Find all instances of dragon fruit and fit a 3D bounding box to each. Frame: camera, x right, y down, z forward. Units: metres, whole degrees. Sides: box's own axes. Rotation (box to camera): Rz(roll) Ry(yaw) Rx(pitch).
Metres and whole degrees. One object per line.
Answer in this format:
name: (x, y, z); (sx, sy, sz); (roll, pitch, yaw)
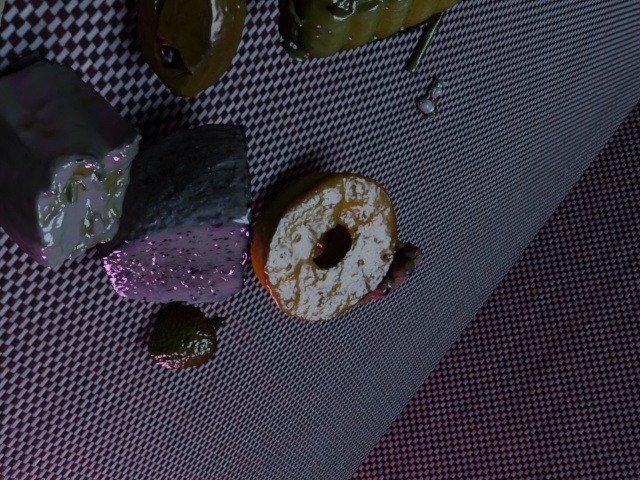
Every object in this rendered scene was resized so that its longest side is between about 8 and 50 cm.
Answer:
dragon fruit: (-0.209, -0.046, 1.480); (0.221, 0.204, 0.283); (-7, 154, -9)

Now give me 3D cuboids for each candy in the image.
candy: (-0.315, -0.096, 1.203); (0.137, 0.195, 0.185); (-26, 149, -42)

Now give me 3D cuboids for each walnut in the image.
walnut: (-0.161, -0.289, 1.304); (0.137, 0.137, 0.245); (-29, 142, -47)

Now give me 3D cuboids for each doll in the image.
doll: (0.239, -0.303, 2.208); (0.085, 0.040, 0.058); (-51, 147, -7)
doll: (0.125, 0.047, 2.277); (0.201, 0.156, 0.303); (-32, -179, -3)

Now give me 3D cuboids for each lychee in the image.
lychee: (-0.234, 0.170, 1.822); (0.146, 0.114, 0.114); (-30, 149, -20)

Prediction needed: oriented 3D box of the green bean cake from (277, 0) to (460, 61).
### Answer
green bean cake: (0.051, -0.432, 1.416); (0.310, 0.285, 0.202); (-25, 175, -12)

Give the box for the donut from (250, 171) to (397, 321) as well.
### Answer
donut: (0.000, 0.000, 1.955); (0.302, 0.110, 0.303); (-15, 118, -31)

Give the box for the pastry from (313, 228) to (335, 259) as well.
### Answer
pastry: (0.055, -0.004, 2.125); (0.192, 0.093, 0.182); (30, 92, -38)

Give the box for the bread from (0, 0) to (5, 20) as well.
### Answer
bread: (-0.387, -0.270, 1.024); (0.152, 0.105, 0.077); (7, 122, -29)

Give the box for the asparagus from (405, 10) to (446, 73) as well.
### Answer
asparagus: (0.231, -0.438, 2.020); (0.024, 0.025, 0.249); (19, 110, -23)
